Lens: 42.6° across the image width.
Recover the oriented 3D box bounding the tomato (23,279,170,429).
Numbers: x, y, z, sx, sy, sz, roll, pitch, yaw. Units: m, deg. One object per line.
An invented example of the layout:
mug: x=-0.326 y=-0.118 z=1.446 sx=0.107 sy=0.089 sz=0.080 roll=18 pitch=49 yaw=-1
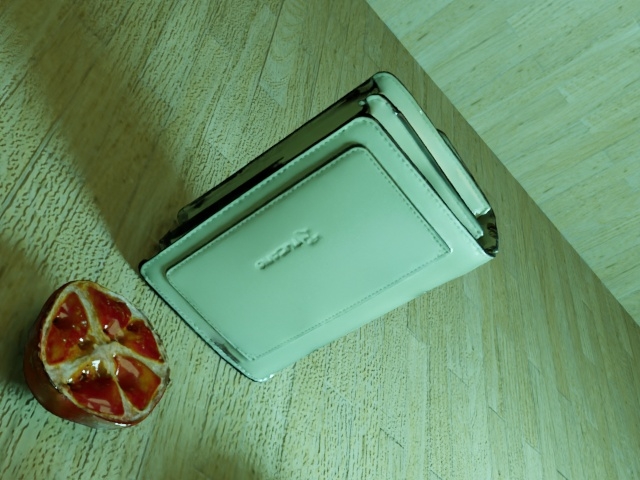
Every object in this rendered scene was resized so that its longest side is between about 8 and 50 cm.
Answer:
tomato: x=-0.225 y=0.121 z=0.804 sx=0.155 sy=0.069 sz=0.155 roll=36 pitch=35 yaw=-31

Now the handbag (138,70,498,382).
handbag: x=0.000 y=0.000 z=0.973 sx=0.237 sy=0.358 sz=0.160 roll=51 pitch=28 yaw=-15
